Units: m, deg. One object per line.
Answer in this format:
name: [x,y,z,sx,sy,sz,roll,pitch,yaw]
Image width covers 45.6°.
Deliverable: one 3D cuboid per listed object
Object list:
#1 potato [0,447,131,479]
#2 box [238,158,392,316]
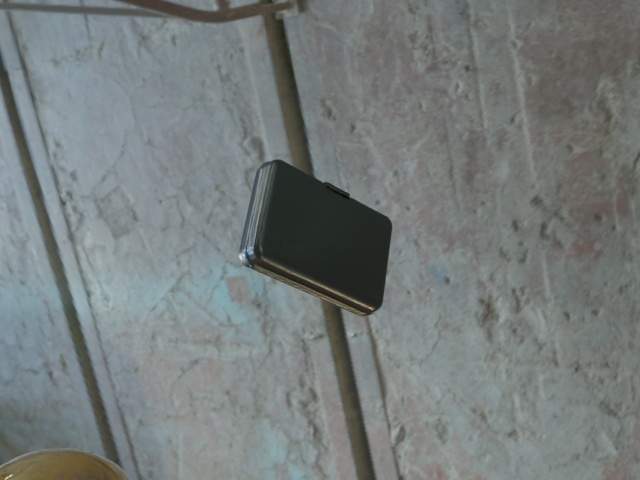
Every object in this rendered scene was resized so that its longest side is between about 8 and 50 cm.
potato: [-0.200,0.212,0.564,0.112,0.147,0.112,-6,81,44]
box: [0.000,0.000,1.057,0.050,0.230,0.160,-22,51,48]
